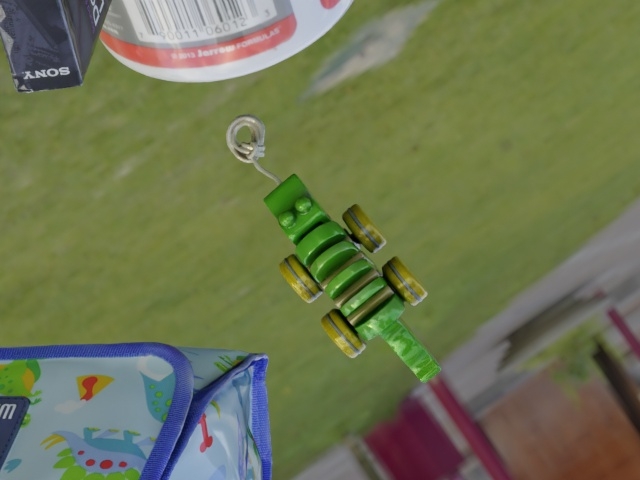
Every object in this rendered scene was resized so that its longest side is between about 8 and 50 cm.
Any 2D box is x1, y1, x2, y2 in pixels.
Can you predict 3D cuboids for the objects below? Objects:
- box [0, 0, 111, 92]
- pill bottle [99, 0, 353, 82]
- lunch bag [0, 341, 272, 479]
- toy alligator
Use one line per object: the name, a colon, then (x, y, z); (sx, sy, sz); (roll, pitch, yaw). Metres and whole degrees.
box: (-0.096, -0.145, 0.620); (0.029, 0.116, 0.162); (-4, -142, 11)
pill bottle: (-0.106, -0.302, 1.150); (0.210, 0.210, 0.363); (-32, 134, -13)
lunch bag: (-0.093, 0.080, 0.543); (0.129, 0.096, 0.151); (-2, -174, 14)
toy alligator: (0.000, 0.000, 0.945); (0.056, 0.189, 0.051); (-39, 165, 4)
